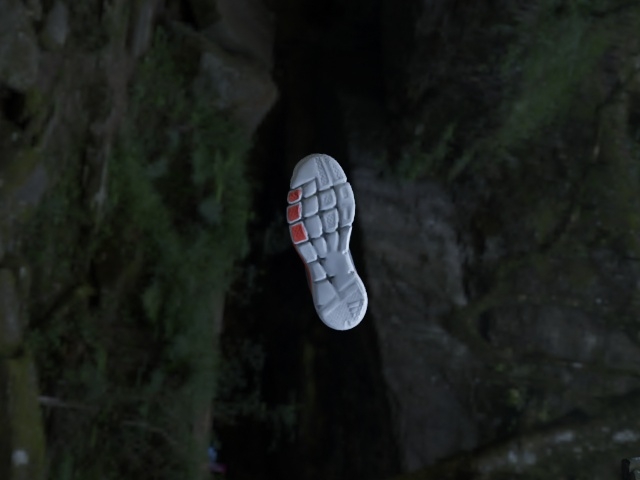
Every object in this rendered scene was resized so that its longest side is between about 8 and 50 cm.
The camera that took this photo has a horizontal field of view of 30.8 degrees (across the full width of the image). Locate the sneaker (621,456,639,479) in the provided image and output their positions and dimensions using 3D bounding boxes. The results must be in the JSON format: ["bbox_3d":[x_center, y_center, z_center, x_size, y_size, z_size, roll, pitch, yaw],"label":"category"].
[{"bbox_3d":[0.295,0.251,0.891,0.283,0.122,0.110,65,27,-60],"label":"sneaker"}]

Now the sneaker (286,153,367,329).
[{"bbox_3d":[0.000,0.000,1.036,0.065,0.061,0.157,-140,-139,-78],"label":"sneaker"}]
